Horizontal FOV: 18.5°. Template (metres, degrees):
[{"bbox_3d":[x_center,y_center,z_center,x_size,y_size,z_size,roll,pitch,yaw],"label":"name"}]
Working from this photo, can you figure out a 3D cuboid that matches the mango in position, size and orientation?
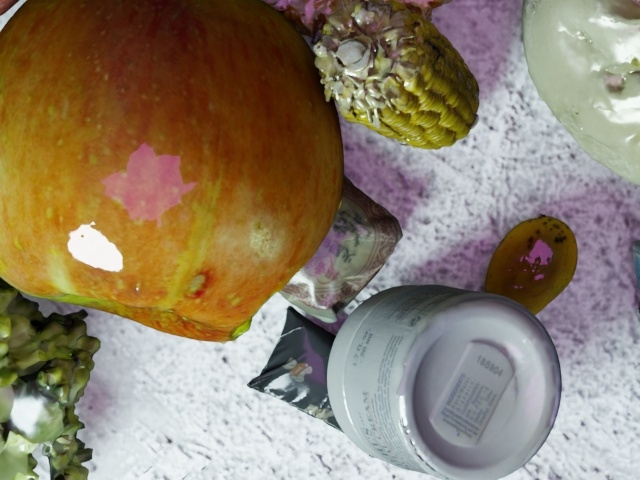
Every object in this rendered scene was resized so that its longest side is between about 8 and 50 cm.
[{"bbox_3d":[0.202,0.029,1.892,0.079,0.057,0.114,27,102,-11],"label":"mango"}]

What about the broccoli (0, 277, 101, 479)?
[{"bbox_3d":[-0.358,0.166,1.782,0.334,0.324,0.272,-44,55,10],"label":"broccoli"}]

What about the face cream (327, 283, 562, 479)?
[{"bbox_3d":[0.115,0.131,1.822,0.177,0.153,0.177,-1,93,-24],"label":"face cream"}]

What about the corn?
[{"bbox_3d":[0.073,-0.145,1.738,0.115,0.318,0.115,-1,85,15],"label":"corn"}]

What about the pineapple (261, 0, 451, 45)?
[{"bbox_3d":[0.033,-0.230,1.837,0.233,0.079,0.135,-1,89,1],"label":"pineapple"}]

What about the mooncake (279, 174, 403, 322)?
[{"bbox_3d":[0.000,0.000,1.863,0.125,0.073,0.130,38,91,-6],"label":"mooncake"}]

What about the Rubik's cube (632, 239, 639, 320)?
[{"bbox_3d":[0.451,0.112,1.820,0.259,0.256,0.253,-10,98,-4],"label":"Rubik's cube"}]

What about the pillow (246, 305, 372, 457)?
[{"bbox_3d":[0.011,0.136,1.892,0.150,0.048,0.090,28,102,-11],"label":"pillow"}]

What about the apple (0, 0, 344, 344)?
[{"bbox_3d":[-0.142,-0.078,1.713,0.339,0.339,0.339,-1,97,-5],"label":"apple"}]

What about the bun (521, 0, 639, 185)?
[{"bbox_3d":[0.366,-0.192,1.793,0.362,0.234,0.326,3,102,2],"label":"bun"}]

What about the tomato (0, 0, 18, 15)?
[{"bbox_3d":[-0.361,-0.295,1.719,0.270,0.227,0.270,-1,75,3],"label":"tomato"}]
